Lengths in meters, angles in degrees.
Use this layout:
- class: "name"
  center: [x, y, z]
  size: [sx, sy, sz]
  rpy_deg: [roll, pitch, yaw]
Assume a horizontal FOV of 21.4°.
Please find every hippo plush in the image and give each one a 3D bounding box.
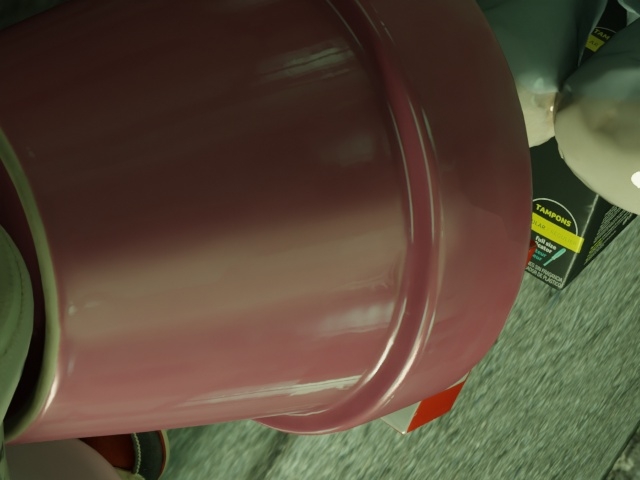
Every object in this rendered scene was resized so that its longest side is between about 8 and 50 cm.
- class: "hippo plush"
  center: [0.165, -0.158, 0.867]
  size: [0.236, 0.234, 0.294]
  rpy_deg: [-3, 82, -70]

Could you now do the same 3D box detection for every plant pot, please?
- class: "plant pot"
  center: [-0.055, -0.013, 0.614]
  size: [0.180, 0.201, 0.201]
  rpy_deg: [-16, 137, -38]

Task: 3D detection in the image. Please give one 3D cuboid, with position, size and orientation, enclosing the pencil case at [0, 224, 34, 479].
- class: "pencil case"
  center: [-0.160, 0.173, 0.549]
  size: [0.160, 0.183, 0.410]
  rpy_deg: [-40, 142, -46]

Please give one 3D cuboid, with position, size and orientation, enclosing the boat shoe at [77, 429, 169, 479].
- class: "boat shoe"
  center: [-0.110, 0.121, 0.864]
  size: [0.043, 0.049, 0.137]
  rpy_deg: [-39, 158, -36]

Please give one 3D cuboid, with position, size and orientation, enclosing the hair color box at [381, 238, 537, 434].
- class: "hair color box"
  center: [0.000, 0.000, 0.758]
  size: [0.053, 0.167, 0.093]
  rpy_deg: [-13, 132, -61]

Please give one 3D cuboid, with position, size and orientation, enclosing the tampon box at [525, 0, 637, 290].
- class: "tampon box"
  center: [0.144, -0.077, 1.039]
  size: [0.101, 0.120, 0.161]
  rpy_deg: [-40, 153, -40]

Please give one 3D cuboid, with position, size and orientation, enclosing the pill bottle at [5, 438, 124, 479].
- class: "pill bottle"
  center: [-0.128, 0.191, 0.794]
  size: [0.136, 0.136, 0.245]
  rpy_deg: [-49, 158, -20]
